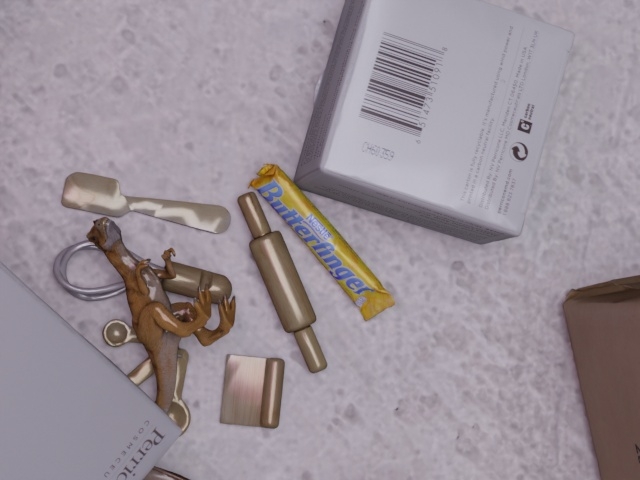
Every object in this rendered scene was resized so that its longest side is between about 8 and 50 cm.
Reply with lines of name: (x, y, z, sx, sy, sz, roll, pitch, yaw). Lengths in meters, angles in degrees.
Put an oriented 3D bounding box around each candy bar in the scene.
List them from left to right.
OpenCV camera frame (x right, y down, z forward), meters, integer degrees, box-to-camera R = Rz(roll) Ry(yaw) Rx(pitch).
candy bar: (0.000, 0.000, 1.675, 0.161, 0.040, 0.018, 49, 43, -5)

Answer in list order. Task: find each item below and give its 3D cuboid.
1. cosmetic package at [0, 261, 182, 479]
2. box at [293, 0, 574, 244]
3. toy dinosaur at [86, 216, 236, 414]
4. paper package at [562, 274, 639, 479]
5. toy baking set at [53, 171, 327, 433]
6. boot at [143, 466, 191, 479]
cosmetic package: (-0.294, 0.098, 1.412, 0.217, 0.156, 0.385, -51, 138, -7)
box: (0.093, -0.109, 1.658, 0.182, 0.119, 0.181, 17, 83, -11)
toy dinosaur: (-0.128, 0.074, 1.617, 0.112, 0.064, 0.211, -9, 102, 25)
paper package: (0.345, 0.180, 1.594, 0.168, 0.309, 0.325, -12, 90, -12)
toy baking set: (-0.111, 0.047, 1.650, 0.196, 0.030, 0.256, -19, 90, -12)
boot: (-0.120, 0.238, 1.629, 0.118, 0.042, 0.087, 24, 85, -12)
